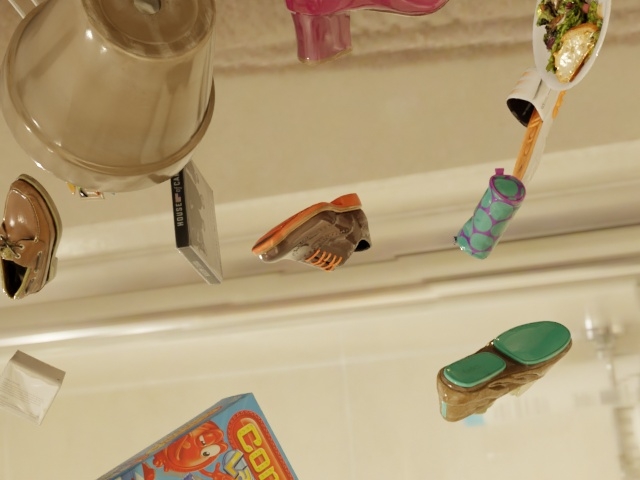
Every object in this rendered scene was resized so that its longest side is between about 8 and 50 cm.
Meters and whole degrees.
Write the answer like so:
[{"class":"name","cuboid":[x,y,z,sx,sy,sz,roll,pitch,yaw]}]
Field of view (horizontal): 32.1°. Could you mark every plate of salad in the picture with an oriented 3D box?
[{"class":"plate of salad","cuboid":[0.319,-0.297,1.457,0.200,0.048,0.199,-176,90,-73]}]

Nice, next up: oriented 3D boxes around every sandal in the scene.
[{"class":"sandal","cuboid":[0.344,-0.211,1.837,0.102,0.076,0.265,138,153,-74]}]

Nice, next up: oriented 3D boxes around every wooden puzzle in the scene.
[{"class":"wooden puzzle","cuboid":[-0.498,-0.117,2.375,0.014,0.116,0.078,-43,-61,-54]}]

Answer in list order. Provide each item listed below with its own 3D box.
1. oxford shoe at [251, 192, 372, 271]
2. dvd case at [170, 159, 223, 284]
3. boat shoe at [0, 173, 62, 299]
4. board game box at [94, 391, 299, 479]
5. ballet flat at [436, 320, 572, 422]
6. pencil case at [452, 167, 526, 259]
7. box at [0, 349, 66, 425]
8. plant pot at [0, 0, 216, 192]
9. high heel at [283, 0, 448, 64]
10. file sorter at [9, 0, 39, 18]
[{"class":"oxford shoe","cuboid":[0.000,0.000,1.661,0.271,0.097,0.098,-23,-96,-54]},{"class":"dvd case","cuboid":[-0.210,-0.039,1.871,0.238,0.030,0.179,68,-166,-72]},{"class":"boat shoe","cuboid":[-0.583,0.006,2.195,0.104,0.111,0.307,-44,-25,-37]},{"class":"board game box","cuboid":[-0.148,0.401,1.420,0.302,0.086,0.308,-30,-87,-36]},{"class":"ballet flat","cuboid":[0.337,0.252,2.069,0.342,0.116,0.124,-21,-47,-41]},{"class":"pencil case","cuboid":[0.266,-0.039,1.743,0.151,0.065,0.070,115,147,-48]},{"class":"box","cuboid":[-0.514,0.257,1.952,0.087,0.101,0.102,-62,10,2]},{"class":"plant pot","cuboid":[-0.279,-0.267,1.583,0.280,0.323,0.323,136,137,-60]},{"class":"high heel","cuboid":[0.094,-0.407,1.612,0.377,0.127,0.181,-40,-41,-36]},{"class":"file sorter","cuboid":[-0.399,-0.467,1.925,0.173,0.278,0.193,54,-127,-26]}]
